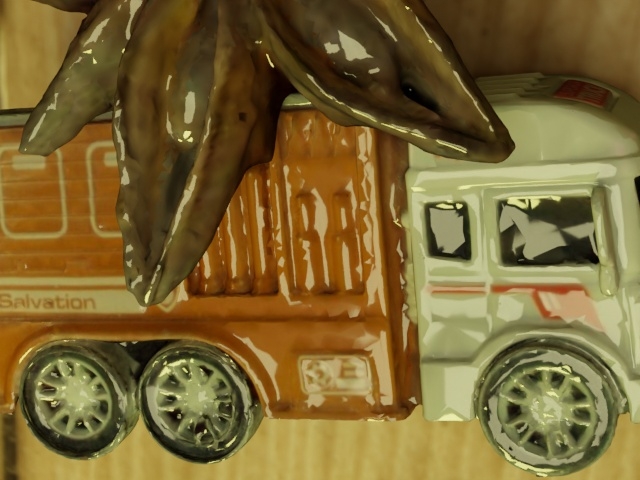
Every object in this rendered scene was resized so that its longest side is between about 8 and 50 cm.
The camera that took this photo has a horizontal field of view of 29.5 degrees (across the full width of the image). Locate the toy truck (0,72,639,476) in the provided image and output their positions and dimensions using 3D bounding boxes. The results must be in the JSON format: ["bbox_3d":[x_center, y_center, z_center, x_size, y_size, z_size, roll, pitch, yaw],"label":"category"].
[{"bbox_3d":[0.000,0.000,0.672,0.387,0.173,0.207,-1,104,17],"label":"toy truck"}]

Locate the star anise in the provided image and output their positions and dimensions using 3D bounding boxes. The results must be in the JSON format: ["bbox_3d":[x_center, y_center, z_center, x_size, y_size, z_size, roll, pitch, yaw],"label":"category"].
[{"bbox_3d":[-0.039,-0.149,0.579,0.292,0.109,0.349,-37,73,-7],"label":"star anise"}]
